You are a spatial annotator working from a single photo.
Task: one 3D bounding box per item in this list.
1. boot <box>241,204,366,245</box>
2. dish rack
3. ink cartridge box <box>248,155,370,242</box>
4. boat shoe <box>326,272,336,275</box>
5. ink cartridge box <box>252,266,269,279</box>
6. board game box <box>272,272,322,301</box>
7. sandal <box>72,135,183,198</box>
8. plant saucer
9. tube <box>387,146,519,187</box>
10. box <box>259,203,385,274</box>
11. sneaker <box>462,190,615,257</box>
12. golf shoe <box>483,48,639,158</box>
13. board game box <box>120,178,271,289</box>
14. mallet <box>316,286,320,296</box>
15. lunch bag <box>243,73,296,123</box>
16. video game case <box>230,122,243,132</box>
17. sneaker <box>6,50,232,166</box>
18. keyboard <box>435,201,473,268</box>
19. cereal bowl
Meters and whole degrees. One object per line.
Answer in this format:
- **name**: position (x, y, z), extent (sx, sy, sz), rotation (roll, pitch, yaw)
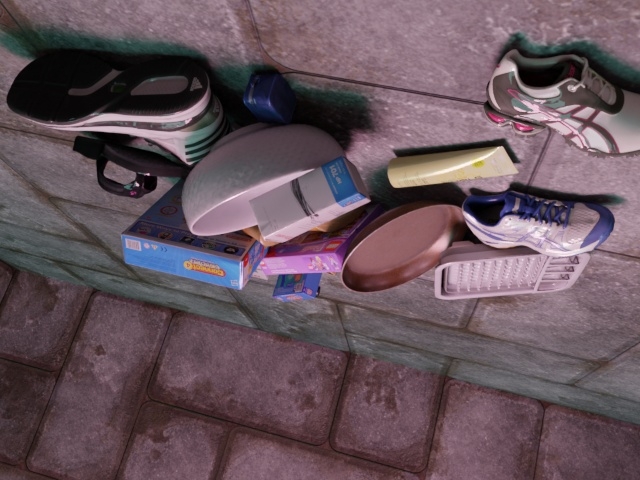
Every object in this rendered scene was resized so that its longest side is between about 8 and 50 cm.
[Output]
- **boot**: position (-0.062, -0.091, 1.584), extent (0.211, 0.295, 0.104), rotation (45, 149, 51)
- **dish rack**: position (0.430, 0.058, 1.551), extent (0.333, 0.072, 0.285), rotation (-6, 158, 7)
- **ink cartridge box**: position (-0.016, -0.072, 1.226), extent (0.191, 0.082, 0.139), rotation (-23, 173, 11)
- **boat shoe**: position (-0.037, 0.063, 2.050), extent (0.190, 0.072, 0.068), rotation (13, 161, 8)
- **ink cartridge box**: position (-0.252, 0.004, 1.980), extent (0.211, 0.121, 0.289), rotation (14, 162, 9)
- **board game box**: position (-0.048, 0.059, 1.836), extent (0.047, 0.210, 0.160), rotation (26, 160, -29)
- **sandal**: position (-0.439, -0.159, 1.503), extent (0.168, 0.107, 0.446), rotation (9, -173, -34)
- **plant saucer**: position (0.179, 0.008, 1.473), extent (0.311, 0.050, 0.310), rotation (-19, 150, -12)
- **tube**: position (0.246, -0.141, 1.274), extent (0.240, 0.062, 0.070), rotation (-3, -166, 33)
- **box**: position (0.000, 0.000, 1.645), extent (0.293, 0.201, 0.057), rotation (-5, 122, 47)
- **sneaker**: position (0.421, -0.040, 1.329), extent (0.296, 0.111, 0.131), rotation (-1, 154, 40)
- **golf shoe**: position (0.373, -0.195, 0.949), extent (0.273, 0.105, 0.120), rotation (12, 154, 11)
- **board game box**: position (-0.277, -0.026, 1.657), extent (0.308, 0.302, 0.086), rotation (12, 124, 13)
- **mallet**: position (-0.026, 0.155, 2.368), extent (0.062, 0.039, 0.189), rotation (16, 157, 1)
- **lunch bag**: position (-0.096, -0.256, 1.202), extent (0.065, 0.067, 0.098), rotation (5, 158, 29)
- **video game case**: position (-0.167, -0.202, 1.489), extent (0.157, 0.019, 0.143), rotation (29, 157, -32)
- **sneaker**: position (-0.389, -0.235, 1.343), extent (0.448, 0.169, 0.257), rotation (7, 158, 18)
- **keyboard**: position (0.258, 0.011, 1.623), extent (0.202, 0.033, 0.317), rotation (-18, 148, 20)
- **cereal bowl**: position (-0.119, -0.137, 1.319), extent (0.339, 0.141, 0.339), rotation (-21, 171, -3)
